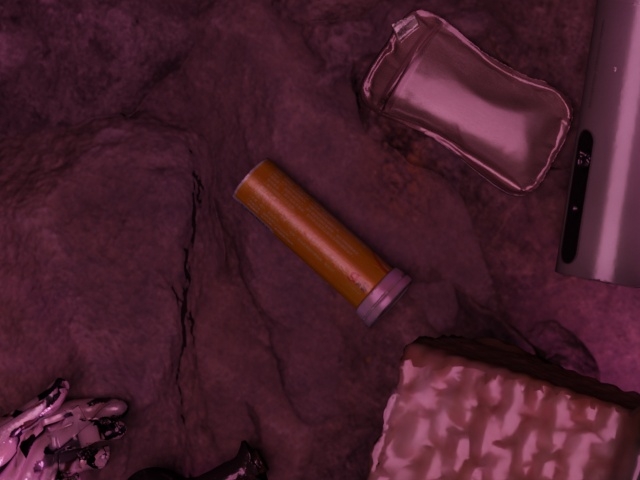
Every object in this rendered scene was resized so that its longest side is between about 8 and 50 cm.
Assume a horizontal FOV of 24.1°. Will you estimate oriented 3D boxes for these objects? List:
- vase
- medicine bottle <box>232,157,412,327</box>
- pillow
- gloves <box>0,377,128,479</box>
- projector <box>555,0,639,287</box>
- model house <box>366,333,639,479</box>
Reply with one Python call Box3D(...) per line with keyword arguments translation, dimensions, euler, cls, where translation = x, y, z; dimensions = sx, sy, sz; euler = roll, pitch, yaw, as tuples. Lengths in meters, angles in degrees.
Box3D(translation=(-0.145, 0.298, 1.731), dimensions=(0.183, 0.120, 0.120), euler=(-29, 89, -2), cls="vase")
Box3D(translation=(0.000, 0.000, 1.688), dimensions=(0.218, 0.074, 0.074), euler=(42, 102, 6), cls="medicine bottle")
Box3D(translation=(0.162, -0.154, 1.656), dimensions=(0.232, 0.038, 0.131), euler=(31, 98, 6), cls="pillow")
Box3D(translation=(-0.324, 0.246, 1.765), dimensions=(0.212, 0.111, 0.128), euler=(-28, 84, -16), cls="gloves")
Box3D(translation=(0.326, -0.121, 1.592), dimensions=(0.108, 0.108, 0.338), euler=(9, 97, 10), cls="projector")
Box3D(translation=(0.253, 0.350, 1.476), dimensions=(0.400, 0.395, 0.445), euler=(14, 89, 27), cls="model house")
